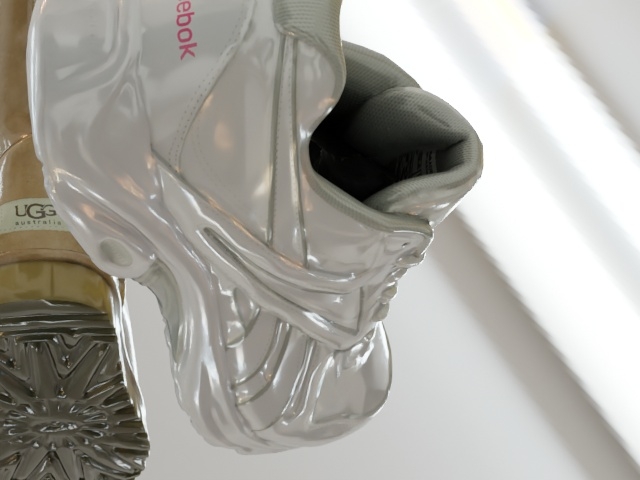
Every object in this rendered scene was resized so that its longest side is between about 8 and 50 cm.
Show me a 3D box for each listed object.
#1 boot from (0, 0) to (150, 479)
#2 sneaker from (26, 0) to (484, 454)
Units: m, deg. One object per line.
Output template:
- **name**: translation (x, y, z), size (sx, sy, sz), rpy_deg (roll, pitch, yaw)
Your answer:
- **boot**: translation (-0.123, -0.035, 0.890), size (0.089, 0.236, 0.269), rpy_deg (3, -122, -10)
- **sneaker**: translation (0.000, 0.000, 0.583), size (0.115, 0.232, 0.090), rpy_deg (-9, -120, 14)
